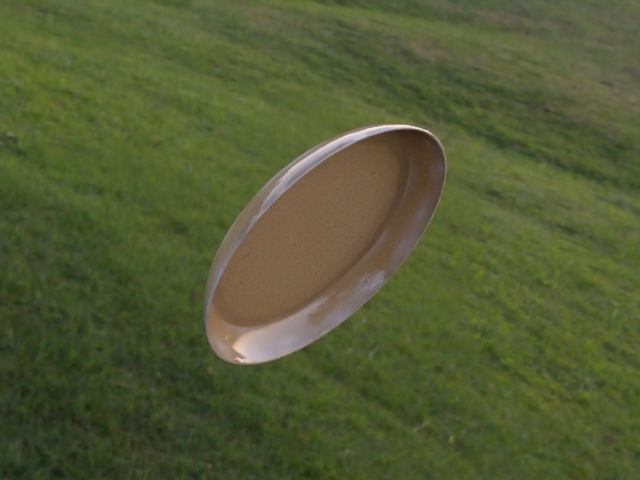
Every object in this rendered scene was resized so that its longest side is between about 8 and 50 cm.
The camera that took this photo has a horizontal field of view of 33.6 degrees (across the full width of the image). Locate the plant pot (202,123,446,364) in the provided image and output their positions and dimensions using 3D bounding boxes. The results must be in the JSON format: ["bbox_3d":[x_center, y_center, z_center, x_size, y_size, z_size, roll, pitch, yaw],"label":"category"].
[{"bbox_3d":[0.000,0.000,0.821,0.236,0.236,0.032,-14,51,-46],"label":"plant pot"}]
